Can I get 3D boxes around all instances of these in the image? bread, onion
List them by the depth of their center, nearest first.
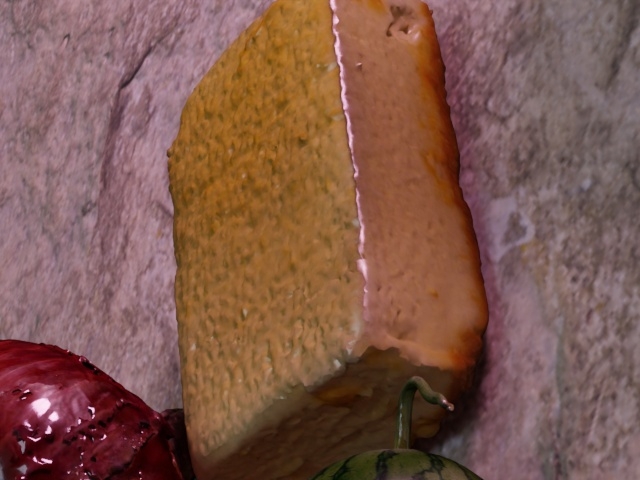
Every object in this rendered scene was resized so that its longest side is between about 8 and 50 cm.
[{"bbox_3d":[-0.155,0.162,1.150,0.252,0.219,0.252,39,144,37],"label":"onion"},{"bbox_3d":[0.000,0.000,1.162,0.185,0.114,0.275,-40,43,40],"label":"bread"}]

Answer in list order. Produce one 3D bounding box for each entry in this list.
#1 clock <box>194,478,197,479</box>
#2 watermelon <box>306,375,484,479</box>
[{"bbox_3d":[-0.123,0.194,1.279,0.108,0.045,0.147,-27,52,45],"label":"clock"},{"bbox_3d":[0.041,0.161,0.999,0.140,0.140,0.187,-26,45,44],"label":"watermelon"}]
